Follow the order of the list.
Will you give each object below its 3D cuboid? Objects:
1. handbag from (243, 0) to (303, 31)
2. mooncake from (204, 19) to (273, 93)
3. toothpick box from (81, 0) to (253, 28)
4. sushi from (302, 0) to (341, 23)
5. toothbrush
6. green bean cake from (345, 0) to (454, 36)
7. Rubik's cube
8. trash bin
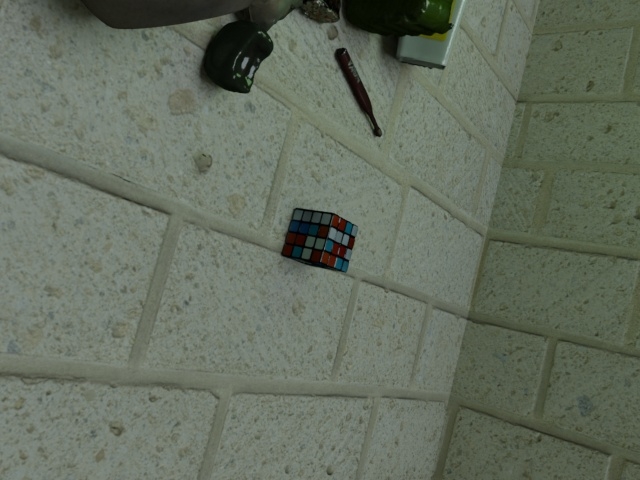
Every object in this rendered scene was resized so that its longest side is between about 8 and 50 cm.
[{"bbox_3d":[-0.122,-0.633,1.548,0.270,0.117,0.182,-54,151,-41],"label":"handbag"},{"bbox_3d":[-0.193,-0.444,1.452,0.104,0.175,0.168,31,31,-47],"label":"mooncake"},{"bbox_3d":[-0.300,-0.631,1.085,0.409,0.409,0.424,-37,131,-42],"label":"toothpick box"},{"bbox_3d":[0.002,-0.676,1.712,0.150,0.091,0.078,8,84,-64],"label":"sushi"},{"bbox_3d":[0.137,-0.479,1.975,0.040,0.041,0.364,-60,138,-25],"label":"toothbrush"},{"bbox_3d":[0.258,-0.799,1.818,0.218,0.335,0.318,-6,105,-51],"label":"green bean cake"},{"bbox_3d":[0.000,0.000,1.809,0.151,0.154,0.154,23,80,-53],"label":"Rubik's cube"},{"bbox_3d":[0.388,-0.786,2.051,0.296,0.256,0.367,-59,162,-76],"label":"trash bin"}]
